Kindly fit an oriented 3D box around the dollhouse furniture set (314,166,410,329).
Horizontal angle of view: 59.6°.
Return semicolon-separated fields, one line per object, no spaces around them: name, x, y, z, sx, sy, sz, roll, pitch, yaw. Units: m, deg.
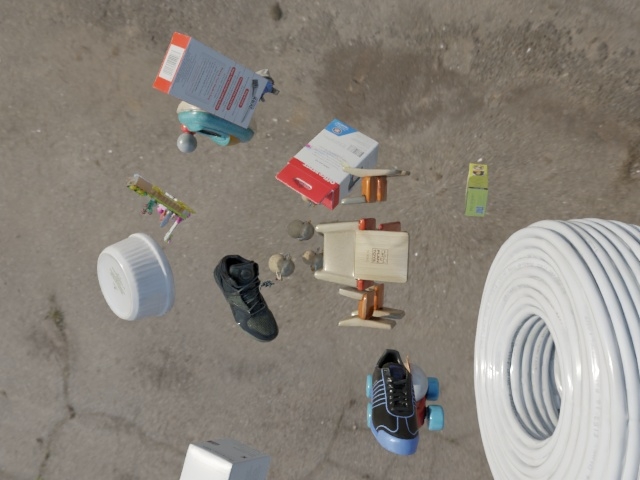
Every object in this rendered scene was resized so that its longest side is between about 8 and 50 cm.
dollhouse furniture set;0.096;0.014;0.888;0.135;0.259;0.261;3;96;20

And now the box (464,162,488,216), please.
box;0.461;-0.153;1.653;0.058;0.232;0.087;6;116;12

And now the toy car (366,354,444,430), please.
toy car;0.252;0.418;1.635;0.219;0.210;0.237;3;125;2

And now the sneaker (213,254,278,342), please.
sneaker;-0.167;0.128;1.290;0.087;0.130;0.227;-25;77;-25

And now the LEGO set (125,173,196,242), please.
LEGO set;-0.403;-0.067;1.412;0.132;0.287;0.107;34;86;7

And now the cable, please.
cable;0.199;0.110;0.445;0.089;0.257;0.257;3;76;-4

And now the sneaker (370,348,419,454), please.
sneaker;0.132;0.284;1.014;0.082;0.232;0.090;7;107;-6

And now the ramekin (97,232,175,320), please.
ramekin;-0.568;0.119;1.698;0.273;0.127;0.272;19;118;41

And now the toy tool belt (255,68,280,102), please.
toy tool belt;-0.120;-0.268;1.004;0.083;0.052;0.051;-27;79;-11

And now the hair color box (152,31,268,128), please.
hair color box;-0.174;-0.255;0.905;0.053;0.167;0.093;32;100;39

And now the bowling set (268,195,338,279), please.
bowling set;0.000;0.000;1.569;0.200;0.154;0.286;24;87;-20

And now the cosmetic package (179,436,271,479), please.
cosmetic package;-0.256;0.632;1.493;0.151;0.184;0.151;11;83;30

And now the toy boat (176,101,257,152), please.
toy boat;-0.358;-0.359;1.792;0.318;0.268;0.148;6;85;49

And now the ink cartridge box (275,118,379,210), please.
ink cartridge box;0.017;-0.166;1.304;0.134;0.078;0.231;34;63;20

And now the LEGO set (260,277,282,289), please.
LEGO set;-0.165;0.135;1.835;0.083;0.054;0.023;-34;111;-18
